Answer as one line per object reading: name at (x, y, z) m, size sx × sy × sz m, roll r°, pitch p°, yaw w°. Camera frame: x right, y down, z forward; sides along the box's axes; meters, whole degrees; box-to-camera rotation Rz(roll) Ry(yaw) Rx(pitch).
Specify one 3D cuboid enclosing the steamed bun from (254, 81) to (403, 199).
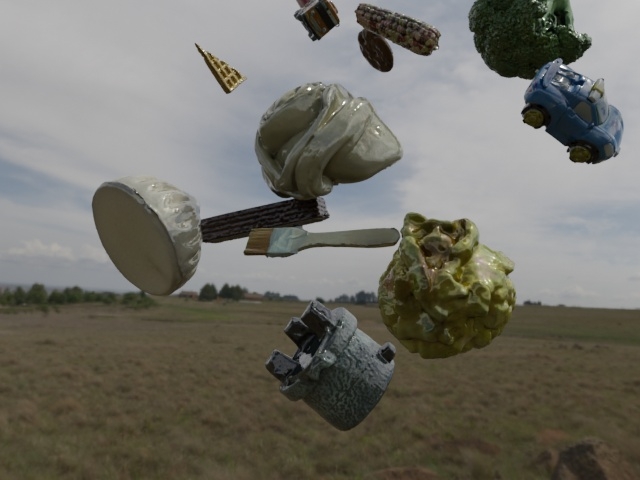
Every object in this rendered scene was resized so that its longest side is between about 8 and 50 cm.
steamed bun at (-0.011, -0.265, 1.283) m, size 0.342 × 0.255 × 0.367 m, roll -27°, pitch 20°, yaw -21°

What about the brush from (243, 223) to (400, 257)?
brush at (0.000, 0.000, 1.065) m, size 0.336 × 0.085 × 0.020 m, roll -1°, pitch -38°, yaw 19°

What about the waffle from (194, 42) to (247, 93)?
waffle at (-0.335, -0.605, 1.722) m, size 0.032 × 0.125 × 0.191 m, roll -5°, pitch -53°, yaw 41°

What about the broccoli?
broccoli at (0.665, -0.702, 1.687) m, size 0.321 × 0.310 × 0.413 m, roll -26°, pitch 52°, yaw -33°

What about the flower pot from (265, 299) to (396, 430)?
flower pot at (0.022, 0.318, 1.330) m, size 0.283 × 0.299 × 0.299 m, roll 40°, pitch -11°, yaw -3°

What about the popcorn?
popcorn at (0.207, 0.084, 0.875) m, size 0.259 × 0.259 × 0.212 m, roll 0°, pitch 30°, yaw 23°

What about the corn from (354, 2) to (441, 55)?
corn at (0.227, -0.632, 1.520) m, size 0.280 × 0.092 × 0.092 m, roll 27°, pitch -1°, yaw 15°

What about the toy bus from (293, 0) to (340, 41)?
toy bus at (-0.009, -0.700, 1.596) m, size 0.114 × 0.098 × 0.201 m, roll -36°, pitch 26°, yaw 10°

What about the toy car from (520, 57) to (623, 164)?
toy car at (0.696, -0.349, 1.363) m, size 0.314 × 0.198 × 0.166 m, roll 39°, pitch -30°, yaw 2°

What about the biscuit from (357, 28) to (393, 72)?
biscuit at (0.235, -0.811, 2.178) m, size 0.212 × 0.036 × 0.212 m, roll 46°, pitch -12°, yaw 13°

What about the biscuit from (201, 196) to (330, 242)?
biscuit at (-0.167, -0.060, 1.477) m, size 0.388 × 0.073 × 0.107 m, roll -11°, pitch -4°, yaw 15°

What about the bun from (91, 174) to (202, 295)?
bun at (-0.326, -0.030, 1.059) m, size 0.263 × 0.263 × 0.175 m, roll -3°, pitch 23°, yaw 41°

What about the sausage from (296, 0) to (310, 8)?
sausage at (-0.052, -0.914, 1.940) m, size 0.083 × 0.264 × 0.083 m, roll -21°, pitch -23°, yaw -10°
